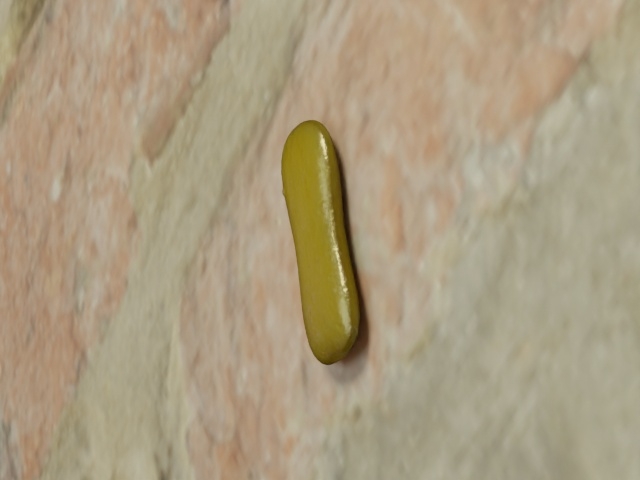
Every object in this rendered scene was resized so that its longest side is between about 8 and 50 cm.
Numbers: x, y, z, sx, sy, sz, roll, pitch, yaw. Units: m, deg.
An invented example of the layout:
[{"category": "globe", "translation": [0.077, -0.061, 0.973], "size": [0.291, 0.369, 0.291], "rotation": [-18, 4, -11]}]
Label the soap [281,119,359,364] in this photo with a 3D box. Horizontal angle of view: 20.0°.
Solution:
[{"category": "soap", "translation": [0.000, 0.000, 0.644], "size": [0.034, 0.012, 0.089], "rotation": [-33, 61, 54]}]
